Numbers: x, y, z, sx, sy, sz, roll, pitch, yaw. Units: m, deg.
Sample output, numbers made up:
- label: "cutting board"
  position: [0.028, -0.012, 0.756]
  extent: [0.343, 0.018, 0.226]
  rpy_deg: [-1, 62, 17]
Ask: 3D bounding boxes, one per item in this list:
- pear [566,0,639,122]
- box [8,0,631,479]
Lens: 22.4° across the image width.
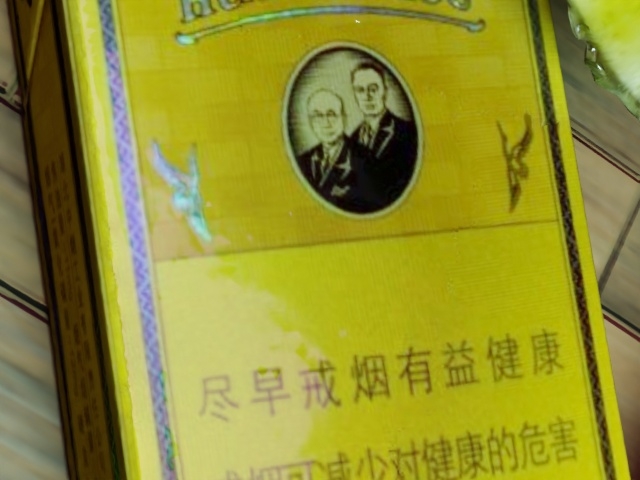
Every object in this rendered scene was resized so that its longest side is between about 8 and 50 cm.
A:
- label: "pear"
  position: [0.159, -0.187, 0.595]
  extent: [0.267, 0.178, 0.267]
  rpy_deg: [52, 29, -44]
- label: "box"
  position: [0.000, 0.000, 0.592]
  extent: [0.193, 0.084, 0.301]
  rpy_deg: [-6, 83, -25]
